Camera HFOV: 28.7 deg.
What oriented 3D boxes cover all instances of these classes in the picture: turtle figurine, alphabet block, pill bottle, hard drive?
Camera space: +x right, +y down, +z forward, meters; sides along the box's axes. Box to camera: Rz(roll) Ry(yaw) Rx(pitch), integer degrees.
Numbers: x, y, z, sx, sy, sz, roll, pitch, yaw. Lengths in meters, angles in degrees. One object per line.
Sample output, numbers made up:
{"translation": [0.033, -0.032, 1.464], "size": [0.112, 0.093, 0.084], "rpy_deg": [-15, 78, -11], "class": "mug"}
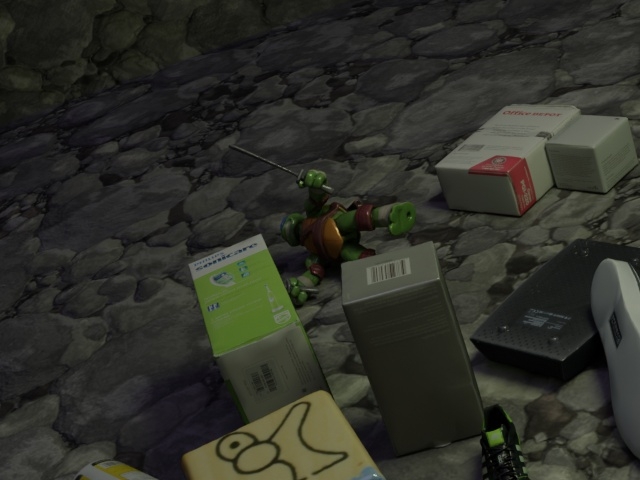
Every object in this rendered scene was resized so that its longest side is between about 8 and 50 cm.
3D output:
{"translation": [0.000, 0.000, 1.941], "size": [0.266, 0.274, 0.198], "rpy_deg": [7, 71, 37], "class": "turtle figurine"}
{"translation": [-0.018, 0.311, 1.344], "size": [0.192, 0.193, 0.197], "rpy_deg": [-23, 26, -8], "class": "alphabet block"}
{"translation": [-0.228, 0.341, 1.545], "size": [0.103, 0.103, 0.184], "rpy_deg": [-38, 30, -31], "class": "pill bottle"}
{"translation": [0.338, 0.090, 1.668], "size": [0.172, 0.054, 0.254], "rpy_deg": [11, 40, 47], "class": "hard drive"}

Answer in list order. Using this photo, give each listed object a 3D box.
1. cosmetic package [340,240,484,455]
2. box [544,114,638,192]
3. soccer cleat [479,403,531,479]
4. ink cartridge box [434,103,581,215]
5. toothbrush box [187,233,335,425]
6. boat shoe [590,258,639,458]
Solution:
{"translation": [0.116, 0.136, 1.538], "size": [0.127, 0.238, 0.107], "rpy_deg": [-14, 29, 7], "class": "cosmetic package"}
{"translation": [0.435, -0.140, 2.003], "size": [0.101, 0.087, 0.102], "rpy_deg": [-38, 31, -32], "class": "box"}
{"translation": [0.206, 0.257, 1.419], "size": [0.060, 0.072, 0.179], "rpy_deg": [-17, 26, 9], "class": "soccer cleat"}
{"translation": [0.321, -0.138, 2.079], "size": [0.158, 0.092, 0.218], "rpy_deg": [8, 40, 45], "class": "ink cartridge box"}
{"translation": [-0.074, 0.149, 1.684], "size": [0.122, 0.206, 0.283], "rpy_deg": [-22, 27, -2], "class": "toothbrush box"}
{"translation": [0.399, 0.140, 1.478], "size": [0.102, 0.108, 0.301], "rpy_deg": [10, 36, -9], "class": "boat shoe"}
